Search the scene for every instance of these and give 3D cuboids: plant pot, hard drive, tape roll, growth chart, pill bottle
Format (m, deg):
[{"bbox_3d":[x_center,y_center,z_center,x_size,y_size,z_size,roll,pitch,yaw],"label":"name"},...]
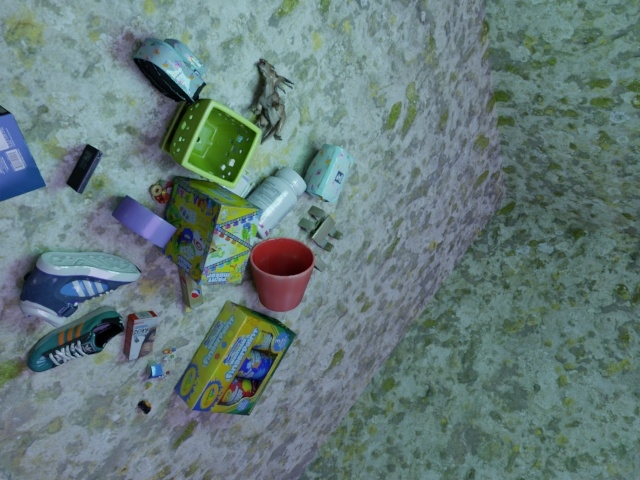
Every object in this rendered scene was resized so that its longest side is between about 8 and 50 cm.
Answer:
[{"bbox_3d":[-0.372,-0.329,1.465,0.227,0.207,0.228,24,92,-51],"label":"plant pot"},{"bbox_3d":[-0.684,-0.208,1.287,0.022,0.094,0.135,29,89,-50],"label":"hard drive"},{"bbox_3d":[-0.562,-0.060,1.424,0.080,0.189,0.189,-56,140,-7],"label":"tape roll"},{"bbox_3d":[-0.342,-0.236,1.693,0.172,0.021,0.237,-52,139,-13],"label":"growth chart"},{"bbox_3d":[-0.196,-0.155,1.783,0.283,0.160,0.160,-48,138,-16],"label":"pill bottle"},{"bbox_3d":[-0.168,0.160,1.927,0.275,0.275,0.243,-26,137,-36],"label":"plant pot"}]

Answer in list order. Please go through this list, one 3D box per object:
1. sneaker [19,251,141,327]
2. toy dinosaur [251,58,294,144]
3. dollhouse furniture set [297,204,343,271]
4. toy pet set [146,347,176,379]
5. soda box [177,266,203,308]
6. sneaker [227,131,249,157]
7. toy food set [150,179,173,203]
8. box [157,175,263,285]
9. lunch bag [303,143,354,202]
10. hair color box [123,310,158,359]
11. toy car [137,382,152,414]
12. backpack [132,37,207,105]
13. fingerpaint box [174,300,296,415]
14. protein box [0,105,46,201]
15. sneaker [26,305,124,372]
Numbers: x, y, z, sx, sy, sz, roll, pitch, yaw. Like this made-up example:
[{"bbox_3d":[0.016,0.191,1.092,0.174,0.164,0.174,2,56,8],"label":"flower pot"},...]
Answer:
[{"bbox_3d":[-0.761,0.164,1.403,0.323,0.130,0.236,12,112,-54],"label":"sneaker"},{"bbox_3d":[-0.172,-0.502,1.663,0.295,0.127,0.200,95,6,-47],"label":"toy dinosaur"},{"bbox_3d":[0.000,0.000,2.075,0.242,0.161,0.212,-53,139,-11],"label":"dollhouse furniture set"},{"bbox_3d":[-0.625,0.504,1.764,0.114,0.065,0.122,3,108,-48],"label":"toy pet set"},{"bbox_3d":[-0.501,0.171,1.715,0.058,0.061,0.181,-23,126,-38],"label":"soda box"},{"bbox_3d":[-0.309,-0.357,1.626,0.076,0.065,0.166,52,53,-21],"label":"sneaker"},{"bbox_3d":[-0.538,-0.166,1.523,0.083,0.020,0.083,-37,134,-27],"label":"toy food set"},{"bbox_3d":[-0.386,-0.036,1.522,0.177,0.290,0.278,3,112,-50],"label":"box"},{"bbox_3d":[0.029,-0.278,1.865,0.160,0.262,0.223,25,91,-9],"label":"lunch bag"},{"bbox_3d":[-0.666,0.351,1.646,0.093,0.053,0.167,-4,115,-47],"label":"hair color box"},{"bbox_3d":[-0.685,0.633,1.783,0.121,0.060,0.040,-62,172,9],"label":"toy car"},{"bbox_3d":[-0.446,-0.514,1.316,0.188,0.166,0.144,31,86,-53],"label":"backpack"},{"bbox_3d":[-0.364,0.538,1.983,0.371,0.163,0.444,36,83,-50],"label":"fingerpaint box"},{"bbox_3d":[-0.840,-0.202,1.093,0.201,0.136,0.199,-31,131,-32],"label":"protein box"},{"bbox_3d":[-0.792,0.334,1.450,0.302,0.121,0.108,-36,133,-28],"label":"sneaker"}]
